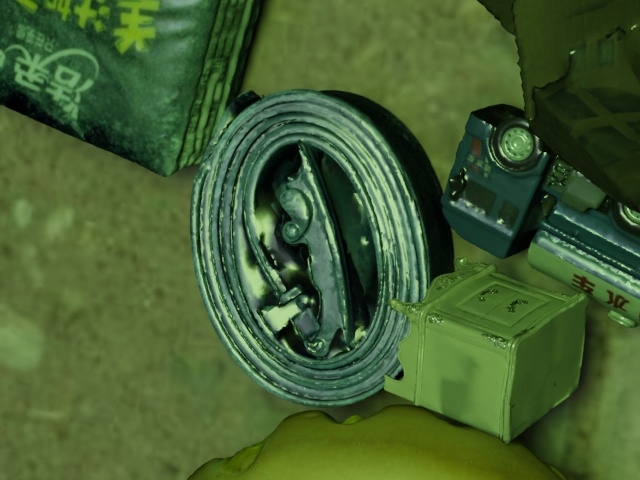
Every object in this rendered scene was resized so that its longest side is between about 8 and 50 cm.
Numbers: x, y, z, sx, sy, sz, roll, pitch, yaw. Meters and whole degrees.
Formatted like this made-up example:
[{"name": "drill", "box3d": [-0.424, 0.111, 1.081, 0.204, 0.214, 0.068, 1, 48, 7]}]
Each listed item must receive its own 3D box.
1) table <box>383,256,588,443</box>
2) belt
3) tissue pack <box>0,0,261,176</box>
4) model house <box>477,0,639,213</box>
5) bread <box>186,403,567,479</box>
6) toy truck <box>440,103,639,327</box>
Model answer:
[{"name": "table", "box3d": [0.089, 0.056, 1.052, 0.083, 0.079, 0.062, 19, 120, 32]}, {"name": "belt", "box3d": [0.000, 0.000, 1.127, 0.141, 0.082, 0.190, -11, 90, 17]}, {"name": "tissue pack", "box3d": [-0.121, -0.189, 1.149, 0.185, 0.081, 0.257, 25, 111, 21]}, {"name": "model house", "box3d": [0.217, -0.164, 0.990, 0.243, 0.204, 0.211, -21, 125, -14]}, {"name": "bread", "box3d": [0.032, 0.241, 1.083, 0.333, 0.160, 0.333, 1, 92, 21]}, {"name": "toy truck", "box3d": [0.167, -0.004, 1.069, 0.202, 0.074, 0.088, 28, 111, 18]}]
